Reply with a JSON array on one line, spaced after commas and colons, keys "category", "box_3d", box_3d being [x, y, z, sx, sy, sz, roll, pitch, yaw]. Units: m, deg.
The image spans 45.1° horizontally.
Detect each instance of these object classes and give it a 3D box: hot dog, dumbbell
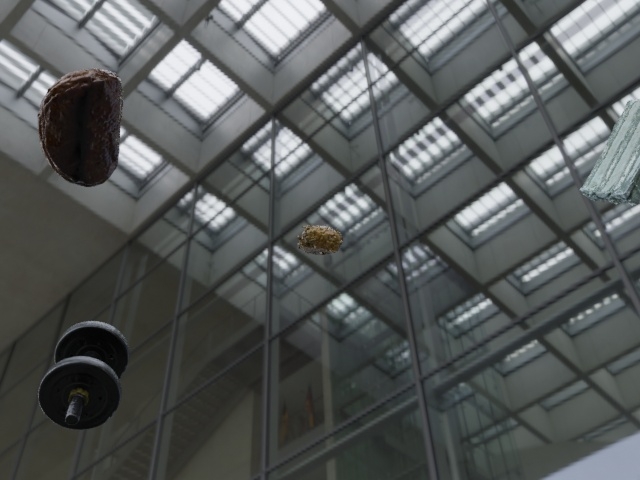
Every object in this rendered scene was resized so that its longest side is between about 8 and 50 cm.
[{"category": "hot dog", "box_3d": [-0.433, -0.213, 1.424, 0.161, 0.099, 0.226, -11, -54, -48]}, {"category": "dumbbell", "box_3d": [-0.438, 0.250, 1.446, 0.143, 0.325, 0.143, -3, -70, -7]}]

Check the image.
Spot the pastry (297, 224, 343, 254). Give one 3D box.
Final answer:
[{"category": "pastry", "box_3d": [0.000, 0.000, 1.362, 0.080, 0.140, 0.056, 9, -89, 2]}]

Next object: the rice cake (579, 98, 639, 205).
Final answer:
[{"category": "rice cake", "box_3d": [0.525, -0.157, 1.291, 0.038, 0.124, 0.211, 35, -97, -23]}]
